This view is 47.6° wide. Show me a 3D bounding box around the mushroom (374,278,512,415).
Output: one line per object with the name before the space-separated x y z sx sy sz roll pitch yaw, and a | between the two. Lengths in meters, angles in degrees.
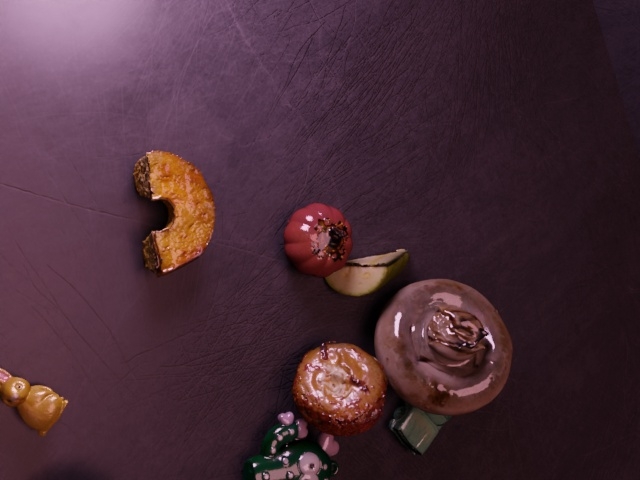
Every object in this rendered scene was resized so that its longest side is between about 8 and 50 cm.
mushroom | 0.320 0.257 1.845 0.362 0.294 0.362 4 63 -8

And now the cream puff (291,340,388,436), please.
cream puff | 0.048 0.357 1.734 0.240 0.240 0.164 -46 149 -27

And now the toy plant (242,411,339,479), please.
toy plant | -0.060 0.540 1.710 0.243 0.112 0.232 32 76 -25

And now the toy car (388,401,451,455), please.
toy car | 0.316 0.426 1.992 0.141 0.097 0.320 51 62 -24

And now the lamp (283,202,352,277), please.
lamp | 0.000 0.000 1.741 0.182 0.140 0.182 -1 92 -32

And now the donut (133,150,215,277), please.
donut | -0.305 -0.057 1.542 0.152 0.101 0.259 -6 92 -37

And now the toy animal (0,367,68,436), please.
toy animal | -0.568 0.298 1.373 0.159 0.070 0.083 40 69 -24

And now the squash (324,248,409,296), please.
squash | 0.132 0.083 1.910 0.252 0.169 0.093 -22 108 -69
